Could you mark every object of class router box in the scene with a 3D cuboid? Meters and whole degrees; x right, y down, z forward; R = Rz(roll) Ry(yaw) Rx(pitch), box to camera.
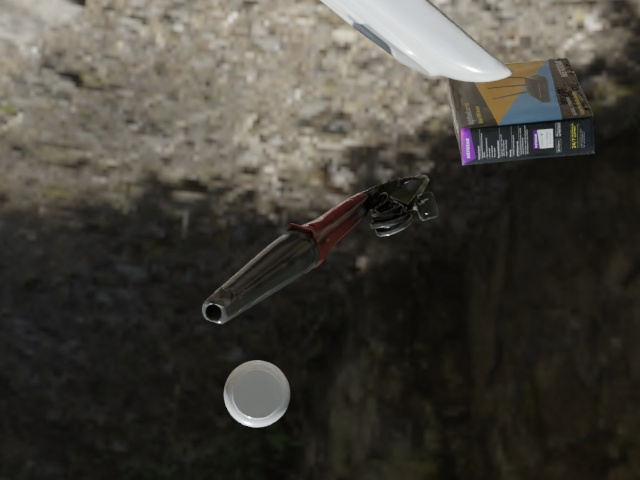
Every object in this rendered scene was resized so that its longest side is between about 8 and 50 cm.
[{"bbox_3d":[0.202,-0.135,1.560,0.133,0.179,0.046,-5,115,2],"label":"router box"}]

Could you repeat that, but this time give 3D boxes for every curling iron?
[{"bbox_3d":[0.000,0.000,1.005,0.068,0.035,0.274,-13,-172,33],"label":"curling iron"}]

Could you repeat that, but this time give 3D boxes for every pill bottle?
[{"bbox_3d":[-0.062,0.149,1.475,0.065,0.065,0.116,4,175,-2],"label":"pill bottle"}]

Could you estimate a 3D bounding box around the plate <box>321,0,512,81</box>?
[{"bbox_3d":[0.015,-0.222,1.272,0.278,0.045,0.277,37,-175,-13],"label":"plate"}]
